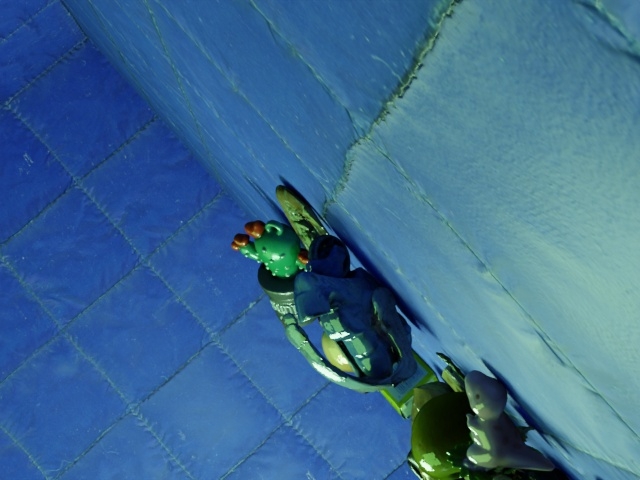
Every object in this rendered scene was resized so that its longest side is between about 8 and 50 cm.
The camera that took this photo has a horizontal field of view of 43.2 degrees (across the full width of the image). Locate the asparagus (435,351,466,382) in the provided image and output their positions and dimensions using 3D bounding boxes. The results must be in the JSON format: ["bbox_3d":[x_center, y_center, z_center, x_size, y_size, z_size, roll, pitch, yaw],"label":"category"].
[{"bbox_3d":[0.286,0.273,1.577,0.163,0.016,0.016,47,-160,20],"label":"asparagus"}]

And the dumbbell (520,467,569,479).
[{"bbox_3d":[0.425,0.480,1.482,0.208,0.099,0.099,52,173,-33],"label":"dumbbell"}]

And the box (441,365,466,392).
[{"bbox_3d":[0.288,0.299,1.705,0.073,0.020,0.149,48,175,15],"label":"box"}]

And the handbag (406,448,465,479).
[{"bbox_3d":[0.369,0.602,2.170,0.244,0.088,0.275,45,-150,15],"label":"handbag"}]

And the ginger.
[{"bbox_3d":[0.276,0.474,1.939,0.123,0.270,0.219,4,174,22],"label":"ginger"}]

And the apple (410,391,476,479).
[{"bbox_3d":[0.270,0.387,1.600,0.196,0.197,0.156,58,-158,-58],"label":"apple"}]

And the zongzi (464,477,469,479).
[{"bbox_3d":[0.442,0.588,1.914,0.286,0.134,0.288,42,172,33],"label":"zongzi"}]

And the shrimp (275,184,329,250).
[{"bbox_3d":[0.000,0.000,1.733,0.296,0.058,0.169,53,171,-15],"label":"shrimp"}]

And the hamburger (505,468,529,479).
[{"bbox_3d":[0.375,0.463,1.752,0.231,0.107,0.231,44,180,0],"label":"hamburger"}]

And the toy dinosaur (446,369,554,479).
[{"bbox_3d":[0.305,0.314,1.339,0.194,0.152,0.177,53,148,25],"label":"toy dinosaur"}]

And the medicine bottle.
[{"bbox_3d":[0.182,0.328,2.126,0.250,0.141,0.137,46,177,27],"label":"medicine bottle"}]

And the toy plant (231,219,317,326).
[{"bbox_3d":[-0.094,0.079,2.364,0.279,0.185,0.400,35,152,40],"label":"toy plant"}]

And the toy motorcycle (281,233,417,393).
[{"bbox_3d":[0.063,0.154,1.589,0.319,0.182,0.241,49,-159,-11],"label":"toy motorcycle"}]

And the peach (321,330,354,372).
[{"bbox_3d":[0.098,0.296,2.352,0.184,0.184,0.184,48,174,6],"label":"peach"}]
